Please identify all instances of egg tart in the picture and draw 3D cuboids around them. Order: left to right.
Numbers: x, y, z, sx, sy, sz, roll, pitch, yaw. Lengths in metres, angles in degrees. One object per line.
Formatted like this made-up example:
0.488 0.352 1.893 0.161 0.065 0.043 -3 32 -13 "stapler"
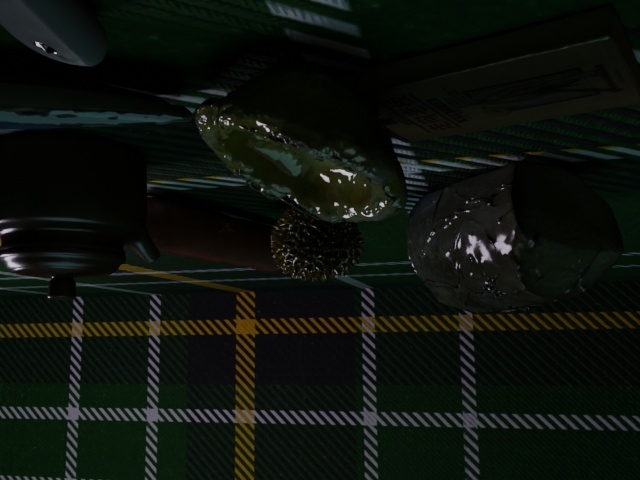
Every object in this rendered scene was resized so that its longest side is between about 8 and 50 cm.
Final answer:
-0.006 -0.078 0.572 0.197 0.078 0.197 26 168 6 "egg tart"

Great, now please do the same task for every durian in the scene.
0.000 0.000 1.049 0.146 0.102 0.208 35 133 -6 "durian"

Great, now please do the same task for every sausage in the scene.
-0.176 -0.006 1.139 0.094 0.094 0.419 -48 151 16 "sausage"

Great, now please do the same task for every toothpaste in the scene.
-0.300 -0.114 0.523 0.392 0.061 0.099 2 -164 -20 "toothpaste"

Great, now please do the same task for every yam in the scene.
0.261 0.002 0.937 0.203 0.201 0.271 2 164 -21 "yam"

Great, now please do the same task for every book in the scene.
0.142 -0.129 0.580 0.231 0.026 0.161 -6 170 33 "book"

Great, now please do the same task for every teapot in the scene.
-0.308 -0.020 0.781 0.268 0.175 0.186 7 166 -39 "teapot"

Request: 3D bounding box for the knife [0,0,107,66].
-0.188 -0.157 0.343 0.073 0.040 0.265 9 173 8 "knife"
